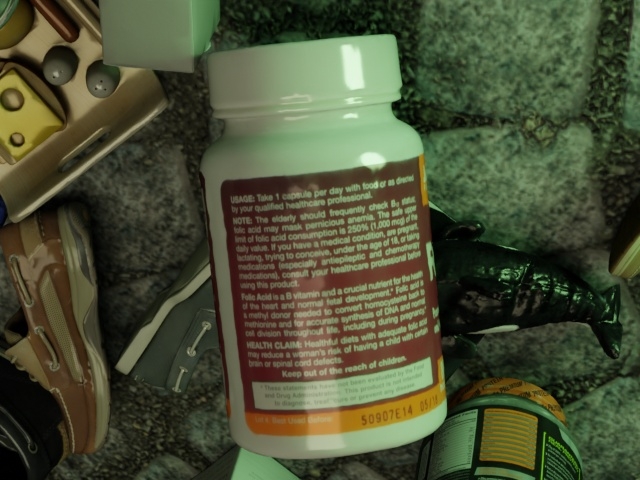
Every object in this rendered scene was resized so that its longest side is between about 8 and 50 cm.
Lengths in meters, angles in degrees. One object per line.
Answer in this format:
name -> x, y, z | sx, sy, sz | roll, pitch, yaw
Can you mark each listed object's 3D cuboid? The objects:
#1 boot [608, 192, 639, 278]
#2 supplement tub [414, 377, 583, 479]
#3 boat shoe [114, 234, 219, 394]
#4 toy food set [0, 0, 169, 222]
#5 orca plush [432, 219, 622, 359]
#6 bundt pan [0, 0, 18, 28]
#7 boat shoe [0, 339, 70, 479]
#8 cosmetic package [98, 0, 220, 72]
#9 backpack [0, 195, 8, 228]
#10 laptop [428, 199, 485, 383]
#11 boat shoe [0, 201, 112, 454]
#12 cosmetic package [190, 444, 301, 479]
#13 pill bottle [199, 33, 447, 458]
boot -> 0.414, -0.014, 1.508 | 0.165, 0.077, 0.213 | 27, 122, -10
supplement tub -> 0.195, 0.309, 1.624 | 0.194, 0.316, 0.193 | 6, 125, 9
boat shoe -> -0.123, 0.072, 1.653 | 0.099, 0.116, 0.319 | 35, 130, -10
toy food set -> -0.337, -0.190, 1.494 | 0.220, 0.092, 0.306 | -37, 110, 10
orca plush -> 0.192, 0.071, 1.555 | 0.287, 0.102, 0.151 | 22, 95, -6
bundt pan -> -0.426, -0.322, 1.358 | 0.331, 0.124, 0.330 | 1, 96, 9
boat shoe -> -0.531, 0.162, 1.775 | 0.500, 0.156, 0.187 | 27, 127, -5
cosmetic package -> -0.157, -0.295, 1.405 | 0.107, 0.127, 0.238 | 8, 123, 6
backpack -> -0.398, -0.053, 1.638 | 0.101, 0.098, 0.120 | 22, 113, -9
laptop -> 0.055, 0.064, 1.672 | 0.234, 0.136, 0.264 | 37, 148, -13
boat shoe -> -0.311, 0.107, 1.700 | 0.116, 0.123, 0.324 | -7, 114, -9
cosmetic package -> -0.103, 0.383, 1.816 | 0.151, 0.183, 0.151 | 40, 122, -15
pill bottle -> 0.000, 0.000, 1.443 | 0.224, 0.224, 0.392 | -4, 97, 14
